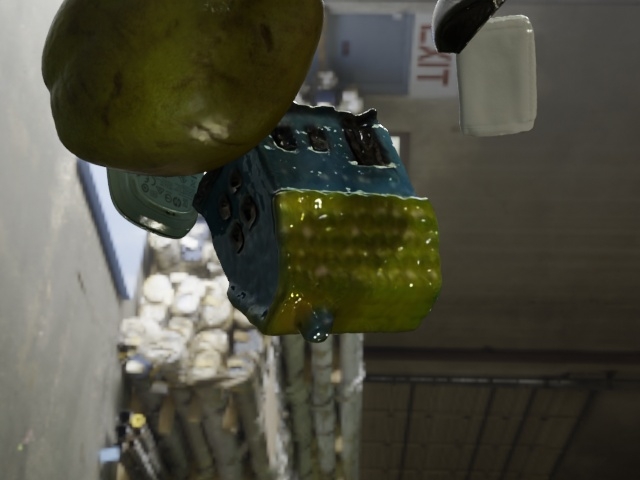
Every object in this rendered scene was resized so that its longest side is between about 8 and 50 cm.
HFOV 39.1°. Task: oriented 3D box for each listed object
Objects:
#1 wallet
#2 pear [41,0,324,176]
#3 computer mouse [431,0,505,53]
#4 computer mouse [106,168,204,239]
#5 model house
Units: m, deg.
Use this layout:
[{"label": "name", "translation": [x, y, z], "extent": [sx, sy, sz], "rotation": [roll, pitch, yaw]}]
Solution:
[{"label": "wallet", "translation": [0.275, -0.255, 1.411], "extent": [0.032, 0.124, 0.182], "rotation": [-82, 165, -68]}, {"label": "pear", "translation": [-0.145, -0.203, 0.970], "extent": [0.269, 0.321, 0.269], "rotation": [62, 8, -14]}, {"label": "computer mouse", "translation": [0.188, -0.306, 1.142], "extent": [0.172, 0.057, 0.099], "rotation": [-43, -158, 47]}, {"label": "computer mouse", "translation": [-0.248, -0.137, 1.304], "extent": [0.159, 0.097, 0.288], "rotation": [25, 57, -46]}, {"label": "model house", "translation": [0.000, 0.000, 1.140], "extent": [0.215, 0.237, 0.303], "rotation": [-58, -139, 40]}]
